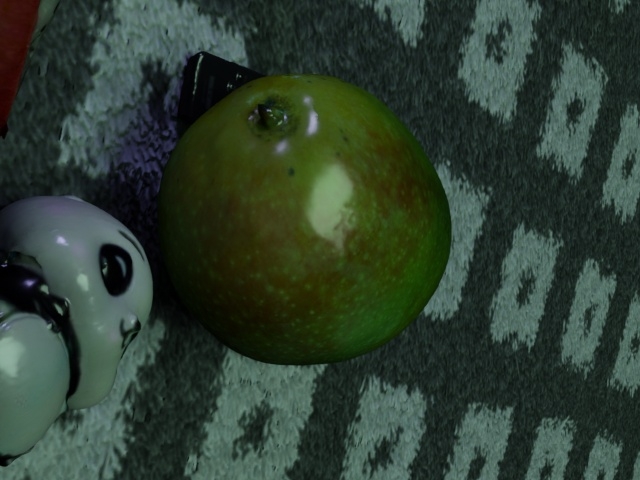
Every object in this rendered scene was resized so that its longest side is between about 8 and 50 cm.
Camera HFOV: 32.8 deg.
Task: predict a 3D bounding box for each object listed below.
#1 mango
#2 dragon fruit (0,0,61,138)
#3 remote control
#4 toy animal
[{"bbox_3d":[0.000,0.000,0.897,0.225,0.201,0.382,-66,159,-8],"label":"mango"},{"bbox_3d":[-0.210,-0.178,0.502,0.189,0.290,0.291,17,86,-25],"label":"dragon fruit"},{"bbox_3d":[-0.035,-0.108,0.957,0.245,0.025,0.063,13,89,-55],"label":"remote control"},{"bbox_3d":[-0.188,0.041,0.693,0.179,0.138,0.166,-29,140,-41],"label":"toy animal"}]
